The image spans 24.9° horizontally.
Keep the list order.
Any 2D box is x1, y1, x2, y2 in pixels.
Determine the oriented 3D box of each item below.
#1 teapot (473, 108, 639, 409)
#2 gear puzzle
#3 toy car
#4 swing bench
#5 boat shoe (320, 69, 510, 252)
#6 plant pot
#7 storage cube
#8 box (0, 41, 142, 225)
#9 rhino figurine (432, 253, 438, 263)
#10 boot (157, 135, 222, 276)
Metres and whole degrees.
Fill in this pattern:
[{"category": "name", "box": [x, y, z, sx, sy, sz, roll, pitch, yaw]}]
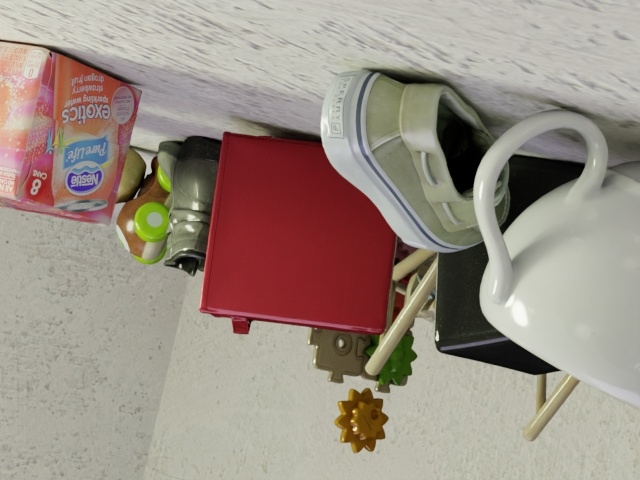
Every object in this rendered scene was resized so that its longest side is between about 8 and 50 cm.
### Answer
[{"category": "teapot", "box": [0.254, 0.020, 1.112, 0.252, 0.187, 0.256, 28, -172, 20]}, {"category": "gear puzzle", "box": [0.067, 0.110, 1.905, 0.175, 0.339, 0.044, 16, 167, -34]}, {"category": "toy car", "box": [-0.279, -0.071, 1.988, 0.188, 0.149, 0.155, 25, 163, -2]}, {"category": "swing bench", "box": [0.229, 0.083, 1.786, 0.253, 0.165, 0.255, 25, 133, -15]}, {"category": "boat shoe", "box": [0.100, -0.053, 1.159, 0.094, 0.109, 0.302, 8, 172, 28]}, {"category": "plant pot", "box": [0.229, 0.021, 1.346, 0.167, 0.187, 0.188, -5, 165, 38]}, {"category": "storage cube", "box": [-0.015, 0.000, 1.549, 0.193, 0.215, 0.183, 6, 175, 2]}, {"category": "box", "box": [-0.346, -0.115, 1.409, 0.300, 0.142, 0.154, 11, 175, 28]}, {"category": "rhino figurine", "box": [0.262, 0.048, 2.335, 0.106, 0.073, 0.243, 5, 174, 37]}, {"category": "boot", "box": [-0.170, -0.039, 1.796, 0.083, 0.161, 0.246, 14, 176, -14]}]
